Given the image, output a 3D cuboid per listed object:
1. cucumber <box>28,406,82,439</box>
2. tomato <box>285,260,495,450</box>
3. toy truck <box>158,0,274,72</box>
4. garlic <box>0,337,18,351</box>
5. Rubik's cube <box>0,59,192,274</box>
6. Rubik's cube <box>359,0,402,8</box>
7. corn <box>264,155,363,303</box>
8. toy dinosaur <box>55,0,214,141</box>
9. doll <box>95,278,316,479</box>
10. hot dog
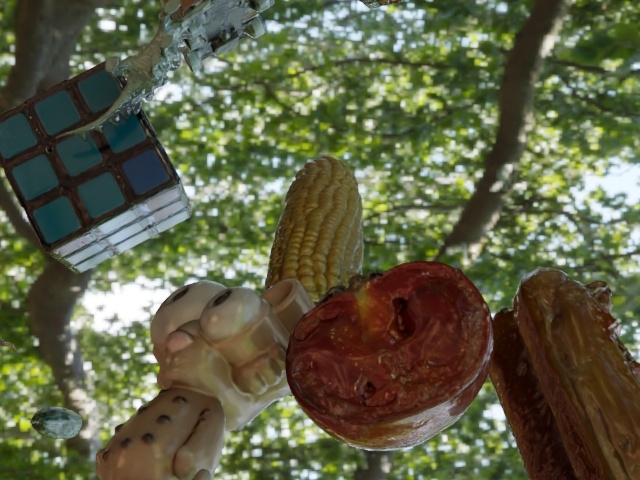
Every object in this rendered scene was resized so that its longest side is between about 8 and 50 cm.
[{"bbox_3d":[-0.307,0.216,1.090,0.168,0.039,0.039,93,-9,-77],"label":"cucumber"},{"bbox_3d":[0.056,0.097,0.700,0.091,0.159,0.139,75,-11,-45],"label":"tomato"},{"bbox_3d":[-0.169,-0.361,1.287,0.184,0.133,0.338,60,-7,-2],"label":"toy truck"},{"bbox_3d":[-0.379,0.018,0.761,0.266,0.148,0.128,45,-59,2],"label":"garlic"},{"bbox_3d":[-0.252,-0.076,1.027,0.161,0.162,0.163,60,-8,8],"label":"Rubik's cube"},{"bbox_3d":[0.081,-0.398,1.311,0.133,0.111,0.133,21,-59,41],"label":"Rubik's cube"},{"bbox_3d":[0.000,0.000,0.981,0.310,0.101,0.102,-79,-176,-56],"label":"corn"},{"bbox_3d":[-0.182,-0.166,0.930,0.039,0.209,0.082,45,-5,9],"label":"toy dinosaur"},{"bbox_3d":[-0.100,0.132,0.732,0.154,0.119,0.278,-17,-153,34],"label":"doll"},{"bbox_3d":[0.252,0.178,0.832,0.349,0.117,0.158,-104,-154,-45],"label":"hot dog"}]
